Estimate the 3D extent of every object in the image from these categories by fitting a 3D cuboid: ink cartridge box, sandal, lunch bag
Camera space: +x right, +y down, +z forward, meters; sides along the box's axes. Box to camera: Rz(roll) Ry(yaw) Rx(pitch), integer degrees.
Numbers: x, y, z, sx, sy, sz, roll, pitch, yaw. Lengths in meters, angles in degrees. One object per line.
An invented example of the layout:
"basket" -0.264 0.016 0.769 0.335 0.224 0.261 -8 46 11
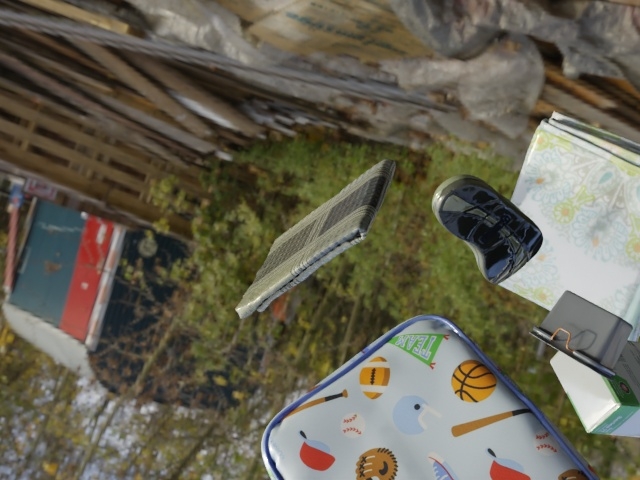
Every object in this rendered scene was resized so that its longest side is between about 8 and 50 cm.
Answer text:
"ink cartridge box" 0.515 0.247 1.416 0.208 0.087 0.153 12 -141 -28
"sandal" 0.270 -0.030 1.366 0.303 0.120 0.086 43 -169 -45
"lunch bag" 0.095 0.225 0.729 0.303 0.243 0.115 49 174 36

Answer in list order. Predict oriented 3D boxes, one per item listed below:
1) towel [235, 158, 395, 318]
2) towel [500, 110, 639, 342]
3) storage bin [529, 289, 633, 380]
"towel" 0.000 0.000 1.601 0.056 0.324 0.312 48 -151 -13
"towel" 0.509 -0.022 1.579 0.321 0.374 0.090 31 -150 33
"storage bin" 0.404 0.139 1.294 0.098 0.091 0.135 26 -176 -44
